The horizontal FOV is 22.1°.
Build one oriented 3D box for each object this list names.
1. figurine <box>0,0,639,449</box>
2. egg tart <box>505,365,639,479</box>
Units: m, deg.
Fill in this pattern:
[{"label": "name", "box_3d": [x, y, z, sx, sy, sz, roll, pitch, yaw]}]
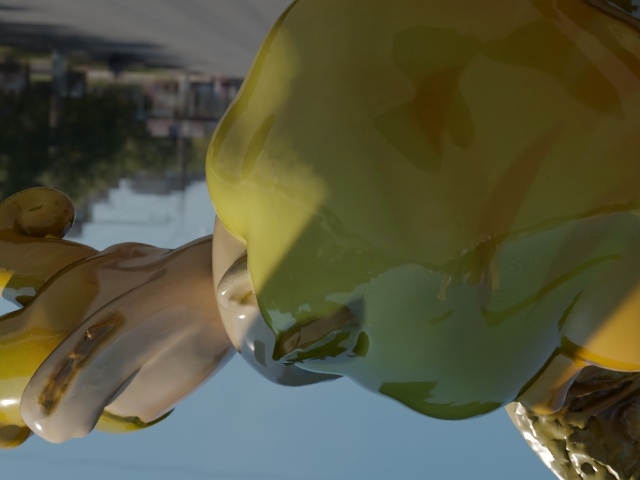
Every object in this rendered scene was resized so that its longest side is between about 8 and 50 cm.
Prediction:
[{"label": "figurine", "box_3d": [0.000, 0.000, 0.462, 0.246, 0.131, 0.156, -21, -174, 26]}, {"label": "egg tart", "box_3d": [0.216, 0.052, 0.908, 0.232, 0.252, 0.098, 21, -157, 13]}]
